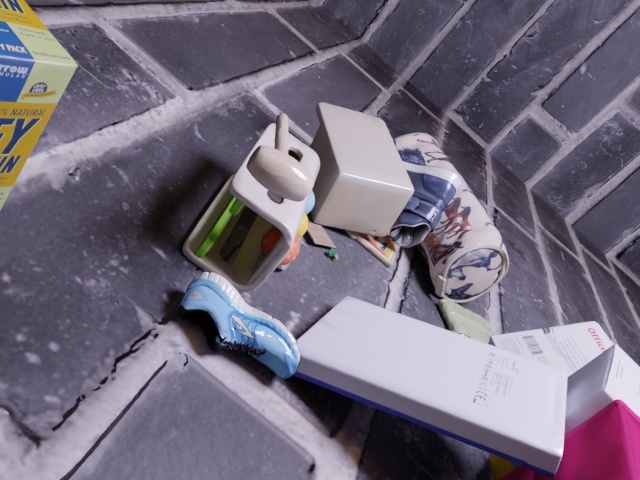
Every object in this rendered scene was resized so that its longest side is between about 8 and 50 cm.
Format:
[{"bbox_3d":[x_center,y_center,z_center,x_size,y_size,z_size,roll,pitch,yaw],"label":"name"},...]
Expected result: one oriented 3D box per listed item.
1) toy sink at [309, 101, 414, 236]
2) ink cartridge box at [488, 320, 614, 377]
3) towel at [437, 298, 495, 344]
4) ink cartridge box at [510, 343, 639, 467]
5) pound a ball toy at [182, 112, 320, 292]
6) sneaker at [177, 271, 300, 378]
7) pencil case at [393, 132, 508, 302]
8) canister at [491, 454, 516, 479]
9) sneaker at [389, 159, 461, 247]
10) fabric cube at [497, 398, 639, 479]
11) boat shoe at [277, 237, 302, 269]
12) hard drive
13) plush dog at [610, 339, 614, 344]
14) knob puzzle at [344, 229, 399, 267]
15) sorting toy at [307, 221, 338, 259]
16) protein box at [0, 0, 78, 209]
[{"bbox_3d":[0.055,-0.136,1.148,0.153,0.131,0.234,10,41,-24],"label":"toy sink"},{"bbox_3d":[0.411,0.231,1.039,0.203,0.085,0.148,-6,40,-6],"label":"ink cartridge box"},{"bbox_3d":[0.293,0.172,1.154,0.148,0.027,0.110,27,29,-28],"label":"towel"},{"bbox_3d":[0.407,0.297,0.792,0.232,0.171,0.168,48,29,13],"label":"ink cartridge box"},{"bbox_3d":[-0.056,-0.066,0.829,0.136,0.208,0.319,36,26,-12],"label":"pound a ball toy"},{"bbox_3d":[-0.098,0.112,0.690,0.162,0.063,0.073,37,44,-2],"label":"sneaker"},{"bbox_3d":[0.248,-0.057,1.291,0.184,0.159,0.410,-15,48,-7],"label":"pencil case"},{"bbox_3d":[0.340,0.365,0.873,0.170,0.073,0.126,22,33,-33],"label":"canister"},{"bbox_3d":[0.149,-0.077,1.200,0.226,0.163,0.086,14,-21,42],"label":"sneaker"},{"bbox_3d":[0.302,0.375,0.596,0.254,0.259,0.258,43,24,3],"label":"fabric cube"},{"bbox_3d":[-0.057,0.013,0.913,0.035,0.035,0.100,16,29,8],"label":"boat shoe"},{"bbox_3d":[0.143,0.167,0.763,0.319,0.040,0.210,17,20,19],"label":"hard drive"},{"bbox_3d":[0.554,0.346,1.125,0.263,0.210,0.225,31,40,18],"label":"plush dog"},{"bbox_3d":[0.088,-0.049,1.206,0.213,0.030,0.213,32,28,-19],"label":"knob puzzle"},{"bbox_3d":[0.000,0.000,1.027,0.062,0.012,0.083,19,31,-48],"label":"sorting toy"},{"bbox_3d":[-0.365,-0.149,0.533,0.199,0.201,0.136,49,27,13],"label":"protein box"}]
